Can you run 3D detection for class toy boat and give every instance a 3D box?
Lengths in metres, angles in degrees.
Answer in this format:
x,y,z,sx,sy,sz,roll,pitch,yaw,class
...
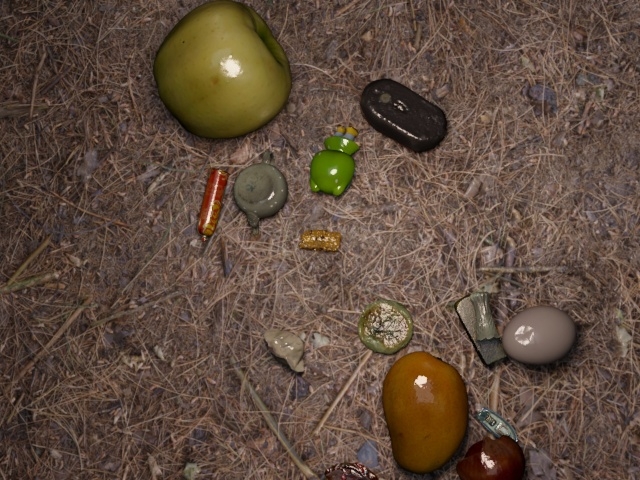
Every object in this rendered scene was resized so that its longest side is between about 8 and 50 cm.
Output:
x,y,z,sx,sy,sz,roll,pitch,yaw,class
0.552,0.577,1.731,0.140,0.066,0.059,39,85,12,toy boat

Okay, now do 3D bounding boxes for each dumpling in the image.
x,y,z,sx,sy,sz,roll,pitch,yaw,class
-0.117,0.357,1.844,0.108,0.127,0.188,-41,71,8,dumpling

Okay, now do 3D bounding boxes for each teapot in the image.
x,y,z,sx,sy,sz,roll,pitch,yaw,class
-0.207,-0.172,1.952,0.193,0.129,0.294,11,81,11,teapot

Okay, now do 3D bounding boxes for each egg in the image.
x,y,z,sx,sy,sz,roll,pitch,yaw,class
0.659,0.290,1.695,0.232,0.176,0.176,-10,78,-18,egg

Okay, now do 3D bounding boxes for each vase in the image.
x,y,z,sx,sy,sz,roll,pitch,yaw,class
0.503,0.232,1.714,0.081,0.081,0.148,-8,74,8,vase

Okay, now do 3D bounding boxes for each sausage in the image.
x,y,z,sx,sy,sz,roll,pitch,yaw,class
-0.391,-0.126,2.001,0.083,0.083,0.263,11,84,11,sausage

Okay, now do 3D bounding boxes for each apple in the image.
x,y,z,sx,sy,sz,roll,pitch,yaw,class
-0.328,-0.557,1.879,0.474,0.473,0.473,-2,80,9,apple

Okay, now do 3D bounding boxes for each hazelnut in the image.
x,y,z,sx,sy,sz,roll,pitch,yaw,class
0.520,0.678,1.679,0.202,0.170,0.160,-27,50,-22,hazelnut

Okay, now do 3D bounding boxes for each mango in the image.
x,y,z,sx,sy,sz,roll,pitch,yaw,class
0.317,0.527,1.706,0.264,0.221,0.378,5,92,5,mango

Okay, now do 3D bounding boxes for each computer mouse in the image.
x,y,z,sx,sy,sz,roll,pitch,yaw,class
0.282,-0.429,1.918,0.323,0.116,0.183,34,85,5,computer mouse

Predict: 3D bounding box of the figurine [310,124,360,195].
x,y,z,sx,sy,sz,roll,pitch,yaw,class
0.053,-0.276,1.925,0.162,0.143,0.263,13,71,15,figurine

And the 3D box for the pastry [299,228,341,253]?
x,y,z,sx,sy,sz,roll,pitch,yaw,class
0.000,0.000,1.925,0.140,0.056,0.080,10,90,4,pastry

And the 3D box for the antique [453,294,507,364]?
x,y,z,sx,sy,sz,roll,pitch,yaw,class
0.507,0.280,1.782,0.081,0.080,0.220,-26,76,3,antique

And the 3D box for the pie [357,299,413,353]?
x,y,z,sx,sy,sz,roll,pitch,yaw,class
0.214,0.285,1.847,0.187,0.041,0.186,-1,81,10,pie

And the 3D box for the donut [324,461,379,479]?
x,y,z,sx,sy,sz,roll,pitch,yaw,class
0.100,0.809,1.751,0.216,0.096,0.230,-3,80,6,donut
